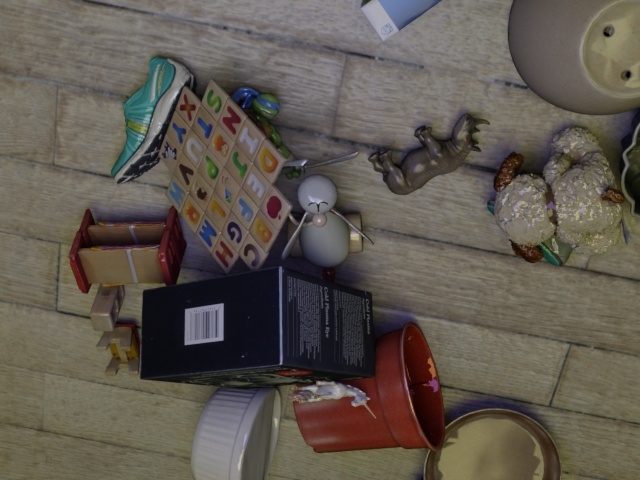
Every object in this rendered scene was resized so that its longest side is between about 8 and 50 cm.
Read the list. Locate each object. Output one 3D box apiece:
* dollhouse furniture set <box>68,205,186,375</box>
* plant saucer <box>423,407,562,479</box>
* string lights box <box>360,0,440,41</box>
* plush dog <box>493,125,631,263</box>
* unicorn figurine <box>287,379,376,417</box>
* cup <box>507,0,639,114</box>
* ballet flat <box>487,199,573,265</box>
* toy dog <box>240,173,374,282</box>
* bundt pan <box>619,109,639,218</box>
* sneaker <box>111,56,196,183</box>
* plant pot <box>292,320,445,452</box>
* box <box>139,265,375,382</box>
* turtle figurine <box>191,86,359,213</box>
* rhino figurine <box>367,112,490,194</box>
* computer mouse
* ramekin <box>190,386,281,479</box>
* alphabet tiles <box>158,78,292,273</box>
[{"bbox_3d":[-0.387,0.116,1.780,0.202,0.152,0.374,-1,131,4],"label":"dollhouse furniture set"},{"bbox_3d":[0.388,0.520,1.882,0.311,0.050,0.310,0,102,1],"label":"plant saucer"},{"bbox_3d":[0.199,-0.467,1.466,0.260,0.133,0.076,-34,106,16],"label":"string lights box"},{"bbox_3d":[0.443,-0.066,1.565,0.226,0.210,0.262,-14,100,12],"label":"plush dog"},{"bbox_3d":[0.019,0.303,1.632,0.111,0.162,0.060,11,87,-42],"label":"unicorn figurine"},{"bbox_3d":[0.508,-0.355,1.437,0.331,0.237,0.330,2,114,4],"label":"cup"},{"bbox_3d":[0.430,-0.033,1.685,0.213,0.072,0.068,39,83,-13],"label":"ballet flat"},{"bbox_3d":[0.000,0.000,1.588,0.220,0.334,0.160,-13,73,22],"label":"toy dog"},{"bbox_3d":[0.720,-0.161,1.564,0.331,0.124,0.330,1,115,2],"label":"bundt pan"},{"bbox_3d":[-0.345,-0.236,1.643,0.110,0.107,0.275,35,108,10],"label":"sneaker"},{"bbox_3d":[0.099,0.334,1.768,0.265,0.272,0.272,-15,112,19],"label":"plant pot"},{"bbox_3d":[-0.117,0.183,1.605,0.343,0.313,0.178,-11,73,33],"label":"box"},{"bbox_3d":[-0.119,-0.129,1.603,0.275,0.197,0.266,35,117,-5],"label":"turtle figurine"},{"bbox_3d":[0.222,-0.173,1.626,0.243,0.073,0.106,-28,105,14],"label":"rhino figurine"},{"bbox_3d":[0.345,0.559,1.946,0.184,0.060,0.262,34,100,-6],"label":"computer mouse"},{"bbox_3d":[-0.187,0.444,1.829,0.127,0.273,0.272,10,114,14],"label":"ramekin"},{"bbox_3d":[-0.185,-0.114,1.524,0.342,0.011,0.285,49,129,24],"label":"alphabet tiles"}]
